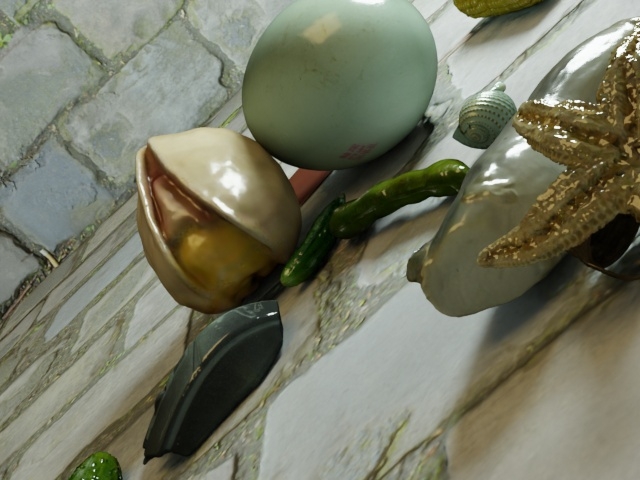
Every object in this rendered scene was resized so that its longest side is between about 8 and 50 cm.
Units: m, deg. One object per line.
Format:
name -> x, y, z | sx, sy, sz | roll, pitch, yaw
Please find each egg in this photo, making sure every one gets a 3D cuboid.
egg -> 0.016, -0.207, 1.401 | 0.230, 0.230, 0.371 | -52, 11, -22

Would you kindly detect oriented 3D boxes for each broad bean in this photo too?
broad bean -> 0.087, -0.046, 1.157 | 0.256, 0.052, 0.052 | -18, 73, 54

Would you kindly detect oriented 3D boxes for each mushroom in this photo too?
mushroom -> 0.188, -0.071, 0.872 | 0.109, 0.097, 0.351 | -27, 22, 55

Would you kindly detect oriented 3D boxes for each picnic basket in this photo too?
picnic basket -> 0.210, -0.009, 0.736 | 0.083, 0.072, 0.072 | 28, 72, 41

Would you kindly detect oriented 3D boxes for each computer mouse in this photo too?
computer mouse -> -0.130, 0.149, 1.176 | 0.231, 0.071, 0.126 | -47, 16, -1

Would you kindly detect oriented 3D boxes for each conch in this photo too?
conch -> 0.177, -0.125, 1.106 | 0.085, 0.056, 0.076 | -33, -14, -35

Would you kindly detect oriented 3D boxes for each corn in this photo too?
corn -> 0.246, -0.344, 1.428 | 0.080, 0.080, 0.238 | -48, 18, -6

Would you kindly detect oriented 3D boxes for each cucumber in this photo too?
cucumber -> 0.000, 0.000, 1.281 | 0.037, 0.037, 0.155 | -23, 29, 54
cucumber -> -0.261, 0.297, 1.161 | 0.069, 0.069, 0.227 | -41, 14, 18

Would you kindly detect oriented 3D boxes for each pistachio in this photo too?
pistachio -> -0.145, -0.036, 1.395 | 0.230, 0.230, 0.309 | -43, 29, 10

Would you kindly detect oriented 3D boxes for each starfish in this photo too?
starfish -> 0.203, -0.054, 0.696 | 0.236, 0.062, 0.277 | -26, 47, 30

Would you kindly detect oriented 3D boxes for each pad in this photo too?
pad -> -0.080, -0.030, 1.618 | 0.267, 0.004, 0.181 | -48, 16, -10
